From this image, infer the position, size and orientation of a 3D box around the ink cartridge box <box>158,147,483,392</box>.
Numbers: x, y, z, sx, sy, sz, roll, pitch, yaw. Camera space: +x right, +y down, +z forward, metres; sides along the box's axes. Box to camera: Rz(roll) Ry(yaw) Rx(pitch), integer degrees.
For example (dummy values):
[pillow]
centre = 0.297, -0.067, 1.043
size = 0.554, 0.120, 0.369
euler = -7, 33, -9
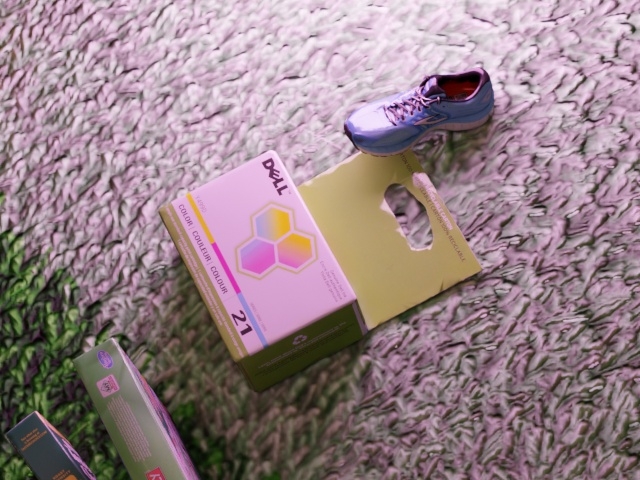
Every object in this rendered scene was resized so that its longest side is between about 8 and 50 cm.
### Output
[ink cartridge box]
centre = 0.000, 0.000, 1.870
size = 0.255, 0.097, 0.189
euler = -28, 65, -2

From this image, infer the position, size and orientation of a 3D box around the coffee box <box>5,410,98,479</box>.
[coffee box]
centre = -0.215, 0.250, 1.793
size = 0.040, 0.113, 0.184
euler = -39, 65, -6

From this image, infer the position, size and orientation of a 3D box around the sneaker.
[sneaker]
centre = 0.098, -0.138, 1.910
size = 0.162, 0.073, 0.063
euler = -20, 63, -13

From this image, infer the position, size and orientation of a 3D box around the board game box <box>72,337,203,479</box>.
[board game box]
centre = -0.112, 0.260, 1.715
size = 0.046, 0.213, 0.317
euler = -29, 65, -3
